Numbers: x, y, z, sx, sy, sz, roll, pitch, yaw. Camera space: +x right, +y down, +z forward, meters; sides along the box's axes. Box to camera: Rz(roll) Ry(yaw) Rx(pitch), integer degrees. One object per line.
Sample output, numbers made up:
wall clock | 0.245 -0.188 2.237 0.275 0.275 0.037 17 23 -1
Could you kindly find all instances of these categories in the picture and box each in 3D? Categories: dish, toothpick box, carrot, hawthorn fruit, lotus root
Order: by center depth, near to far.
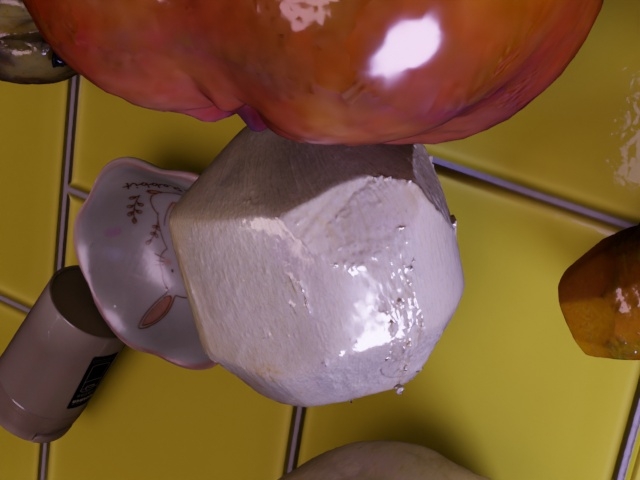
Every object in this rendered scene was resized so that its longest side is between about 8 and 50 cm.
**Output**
hawthorn fruit | 0.003 -0.284 0.938 0.471 0.472 0.472 10 110 30
carrot | 0.332 0.017 1.007 0.302 0.114 0.114 -21 93 33
lotus root | -0.328 -0.250 1.326 0.275 0.160 0.152 27 142 25
dish | -0.140 0.012 1.333 0.229 0.081 0.229 12 115 28
toothpick box | -0.285 0.126 1.441 0.111 0.111 0.181 45 122 13

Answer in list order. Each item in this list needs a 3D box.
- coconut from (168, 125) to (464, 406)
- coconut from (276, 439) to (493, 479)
coconut | 0.000 0.000 1.141 0.245 0.245 0.247 1 114 33
coconut | 0.039 0.384 1.130 0.344 0.415 0.415 -29 88 34
